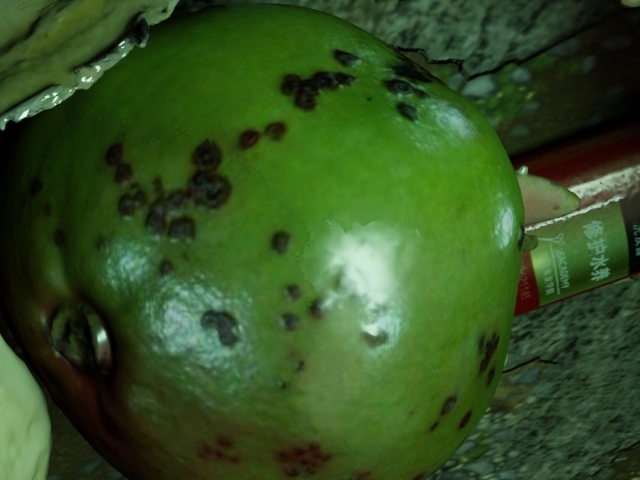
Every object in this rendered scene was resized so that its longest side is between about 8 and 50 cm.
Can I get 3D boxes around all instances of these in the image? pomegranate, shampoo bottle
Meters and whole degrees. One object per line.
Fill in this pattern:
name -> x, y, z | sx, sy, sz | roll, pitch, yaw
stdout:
pomegranate -> -0.002, -0.009, 0.799 | 0.323, 0.291, 0.290 | -30, 146, -18
shampoo bottle -> 0.241, -0.040, 1.017 | 0.314, 0.076, 0.118 | -19, 129, 0

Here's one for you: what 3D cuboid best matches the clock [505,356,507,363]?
clock -> 0.026, 0.082, 1.090 | 0.191, 0.062, 0.151 | -31, 142, 16

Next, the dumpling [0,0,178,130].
dumpling -> -0.159, -0.097, 0.709 | 0.332, 0.166, 0.086 | -18, 156, 2

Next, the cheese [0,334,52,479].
cheese -> -0.289, 0.087, 0.802 | 0.318, 0.115, 0.326 | -12, 129, 42

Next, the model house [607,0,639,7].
model house -> 0.286, -0.120, 0.801 | 0.329, 0.295, 0.251 | 39, 101, -13
